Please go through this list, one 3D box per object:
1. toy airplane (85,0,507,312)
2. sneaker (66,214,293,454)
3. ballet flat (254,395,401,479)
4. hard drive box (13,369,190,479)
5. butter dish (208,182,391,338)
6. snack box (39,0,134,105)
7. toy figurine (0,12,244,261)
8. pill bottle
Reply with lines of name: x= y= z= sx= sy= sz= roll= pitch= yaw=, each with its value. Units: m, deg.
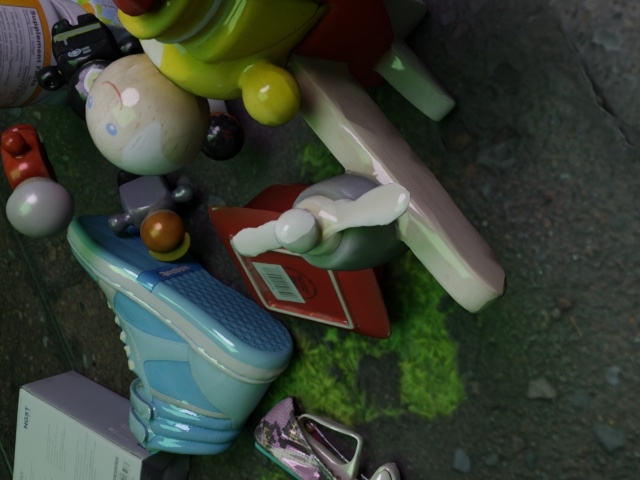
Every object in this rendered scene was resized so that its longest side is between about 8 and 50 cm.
toy airplane: x=-0.047 y=-0.149 z=0.483 sx=0.272 sy=0.384 sz=0.386 roll=-40 pitch=30 yaw=7
sneaker: x=-0.198 y=0.119 z=0.753 sx=0.319 sy=0.127 sz=0.208 roll=34 pitch=111 yaw=25
ballet flat: x=0.029 y=0.238 z=0.664 sx=0.221 sy=0.077 sz=0.079 roll=36 pitch=94 yaw=24
hard drive box: x=-0.288 y=0.298 z=0.852 sx=0.232 sy=0.089 sz=0.181 roll=18 pitch=105 yaw=29
butter dish: x=0.000 y=0.000 z=0.626 sx=0.159 sy=0.118 sz=0.160 roll=9 pitch=142 yaw=29
snack box: x=-0.332 y=-0.301 z=0.816 sx=0.174 sy=0.070 sz=0.207 roll=-30 pitch=82 yaw=31
toy figurine: x=-0.196 y=-0.093 z=0.666 sx=0.213 sy=0.209 sz=0.148 roll=-53 pitch=46 yaw=19
pill bottle: x=-0.348 y=-0.199 z=0.657 sx=0.136 sy=0.245 sz=0.137 roll=7 pitch=106 yaw=26
